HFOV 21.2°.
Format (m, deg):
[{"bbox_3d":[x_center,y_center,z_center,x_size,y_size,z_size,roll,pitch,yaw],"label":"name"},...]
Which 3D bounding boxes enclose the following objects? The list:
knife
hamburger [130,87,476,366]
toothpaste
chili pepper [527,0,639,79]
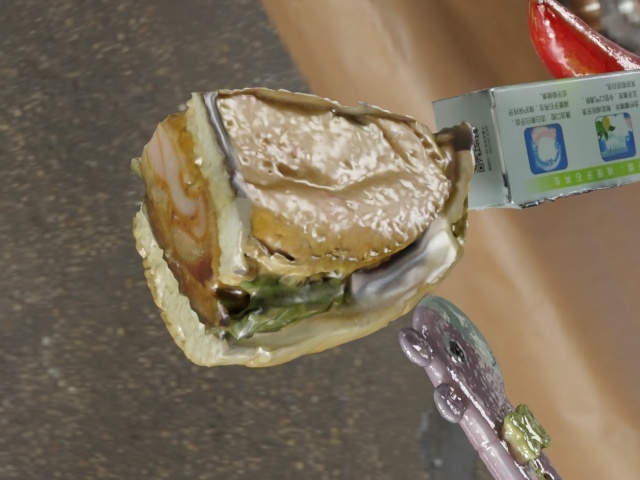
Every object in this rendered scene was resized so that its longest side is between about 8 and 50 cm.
[{"bbox_3d":[0.179,0.207,1.182,0.399,0.038,0.132,58,25,6],"label":"knife"},{"bbox_3d":[0.000,0.000,1.018,0.207,0.135,0.155,-3,63,-36],"label":"hamburger"},{"bbox_3d":[0.226,-0.081,1.219,0.336,0.067,0.081,-11,92,-39],"label":"toothpaste"},{"bbox_3d":[0.339,-0.134,1.547,0.368,0.137,0.092,6,49,-19],"label":"chili pepper"}]
